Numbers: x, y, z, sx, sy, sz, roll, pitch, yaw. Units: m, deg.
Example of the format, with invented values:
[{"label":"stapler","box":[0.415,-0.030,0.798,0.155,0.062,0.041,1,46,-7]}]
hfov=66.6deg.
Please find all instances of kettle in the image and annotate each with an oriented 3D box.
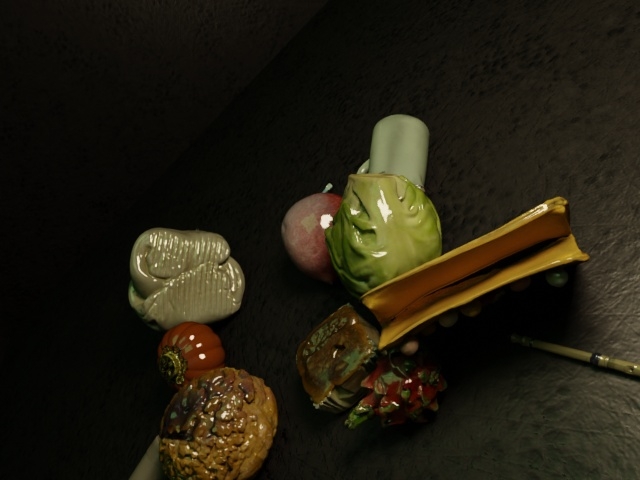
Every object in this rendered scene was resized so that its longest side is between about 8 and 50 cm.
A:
[{"label":"kettle","box":[0.194,-0.193,1.369,0.240,0.165,0.255,-19,49,39]}]

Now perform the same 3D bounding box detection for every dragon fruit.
[{"label":"dragon fruit","box":[0.145,0.311,0.981,0.236,0.137,0.135,-49,34,11]}]

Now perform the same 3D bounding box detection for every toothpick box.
[{"label":"toothpick box","box":[-0.459,0.648,1.351,0.111,0.111,0.181,22,77,53]}]

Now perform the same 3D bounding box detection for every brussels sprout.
[{"label":"brussels sprout","box":[0.140,0.002,1.151,0.328,0.247,0.328,7,99,50]}]

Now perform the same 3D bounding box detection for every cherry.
[{"label":"cherry","box":[-0.004,-0.010,1.372,0.239,0.206,0.239,-21,38,18]}]

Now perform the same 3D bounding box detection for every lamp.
[{"label":"lamp","box":[-0.389,0.355,1.468,0.223,0.196,0.223,2,94,30]}]

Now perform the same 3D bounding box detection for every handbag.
[{"label":"handbag","box":[0.295,0.082,0.924,0.400,0.283,0.133,-30,75,19]}]

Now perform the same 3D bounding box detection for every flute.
[{"label":"flute","box":[0.442,0.198,0.857,0.233,0.027,0.027,8,65,49]}]

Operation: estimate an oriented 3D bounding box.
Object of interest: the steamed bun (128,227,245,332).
[{"label":"steamed bun","box":[-0.448,0.134,1.641,0.255,0.367,0.343,159,112,-69]}]

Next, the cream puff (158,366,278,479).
[{"label":"cream puff","box":[-0.270,0.459,1.217,0.327,0.231,0.343,-53,35,2]}]

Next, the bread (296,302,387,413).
[{"label":"bread","box":[0.046,0.276,1.143,0.210,0.109,0.192,-43,37,9]}]

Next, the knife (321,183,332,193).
[{"label":"knife","box":[0.006,-0.154,1.660,0.096,0.010,0.027,-49,36,6]}]
